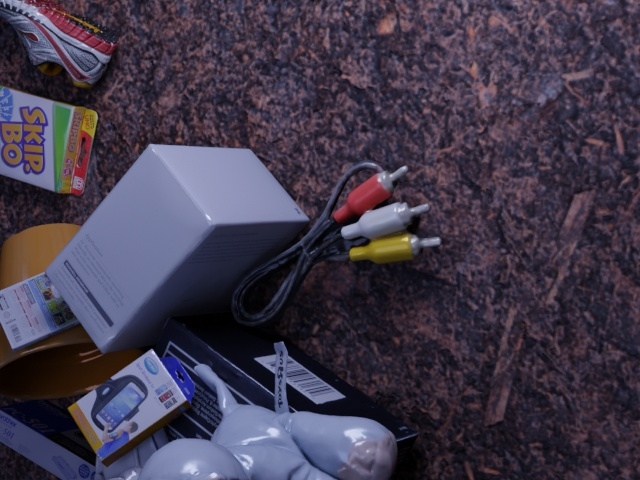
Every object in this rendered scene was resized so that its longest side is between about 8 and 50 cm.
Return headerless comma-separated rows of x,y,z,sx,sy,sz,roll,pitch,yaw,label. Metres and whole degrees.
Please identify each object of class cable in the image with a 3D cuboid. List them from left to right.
0.000,0.000,1.554,0.287,0.072,0.140,-25,80,14,cable

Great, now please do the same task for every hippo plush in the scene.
-0.063,0.255,1.316,0.234,0.236,0.294,-18,83,28,hippo plush

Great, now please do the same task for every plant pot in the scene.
-0.348,0.088,1.710,0.205,0.205,0.188,-26,64,27,plant pot

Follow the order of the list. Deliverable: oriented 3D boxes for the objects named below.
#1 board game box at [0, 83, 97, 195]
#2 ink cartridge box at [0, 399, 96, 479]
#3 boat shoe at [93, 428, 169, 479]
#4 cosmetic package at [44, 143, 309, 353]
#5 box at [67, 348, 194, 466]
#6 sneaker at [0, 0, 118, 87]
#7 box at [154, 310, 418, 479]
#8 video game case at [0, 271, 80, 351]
-0.432,-0.152,1.829,0.259,0.039,0.124,16,100,24,board game box
-0.342,0.283,1.756,0.207,0.097,0.046,24,103,26,ink cartridge box
-0.221,0.301,1.494,0.095,0.084,0.258,-20,81,29,boat shoe
-0.173,0.006,1.582,0.225,0.224,0.138,-46,72,22,cosmetic package
-0.213,0.187,1.484,0.136,0.028,0.081,-36,64,-6,box
-0.385,-0.280,1.767,0.225,0.088,0.093,30,107,25,sneaker
-0.092,0.285,1.571,0.296,0.182,0.294,34,106,25,box
-0.339,0.079,1.598,0.122,0.011,0.087,-24,58,-13,video game case
